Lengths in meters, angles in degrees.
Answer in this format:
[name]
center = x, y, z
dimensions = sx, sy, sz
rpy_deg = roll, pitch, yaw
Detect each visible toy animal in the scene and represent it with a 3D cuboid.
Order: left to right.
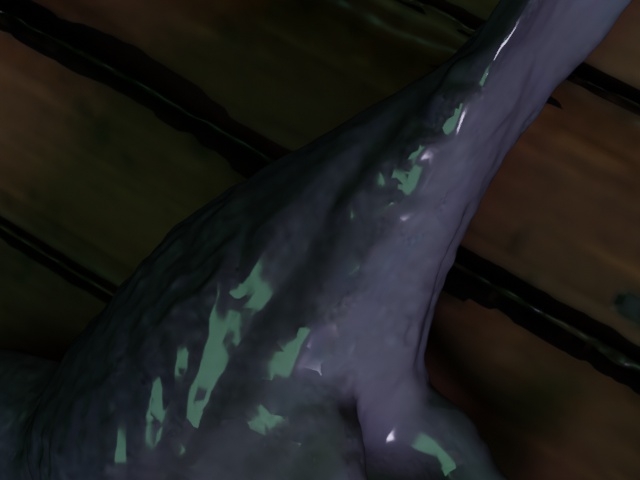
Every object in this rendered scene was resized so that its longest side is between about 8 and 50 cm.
[toy animal]
center = 0.001, 0.039, 0.406
dimensions = 0.367, 0.081, 0.205
rpy_deg = -36, 65, 30
